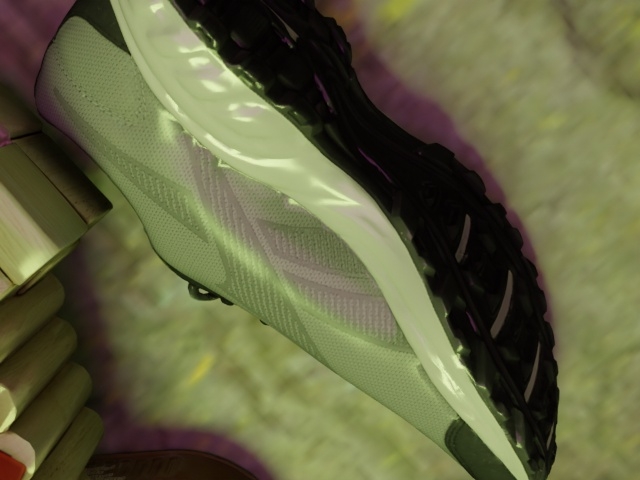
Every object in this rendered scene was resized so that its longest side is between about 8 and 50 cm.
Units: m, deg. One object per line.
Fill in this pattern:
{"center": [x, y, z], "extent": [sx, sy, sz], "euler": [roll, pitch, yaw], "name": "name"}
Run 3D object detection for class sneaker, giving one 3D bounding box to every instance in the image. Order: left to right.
{"center": [0.000, 0.000, 0.419], "extent": [0.108, 0.100, 0.271], "euler": [-35, 102, 32], "name": "sneaker"}

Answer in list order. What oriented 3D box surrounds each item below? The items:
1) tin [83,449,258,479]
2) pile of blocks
{"center": [-0.107, 0.152, 0.472], "extent": [0.189, 0.040, 0.106], "euler": [-5, 97, 2], "name": "tin"}
{"center": [-0.146, 0.116, 0.390], "extent": [0.148, 0.112, 0.362], "euler": [-5, 100, 3], "name": "pile of blocks"}
